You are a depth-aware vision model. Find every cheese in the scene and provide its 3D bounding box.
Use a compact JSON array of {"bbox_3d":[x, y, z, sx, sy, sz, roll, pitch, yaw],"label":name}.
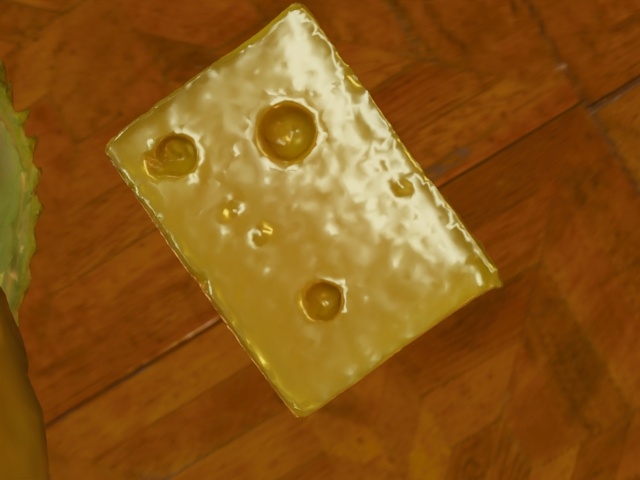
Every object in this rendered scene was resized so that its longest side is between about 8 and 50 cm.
[{"bbox_3d":[0.000,0.000,0.737,0.093,0.171,0.126,-36,82,1],"label":"cheese"}]

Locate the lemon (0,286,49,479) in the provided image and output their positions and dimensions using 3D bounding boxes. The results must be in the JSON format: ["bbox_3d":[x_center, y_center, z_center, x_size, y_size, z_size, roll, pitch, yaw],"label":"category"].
[{"bbox_3d":[-0.249,0.063,0.297,0.364,0.364,0.364,2,99,14],"label":"lemon"}]

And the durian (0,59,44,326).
[{"bbox_3d":[-0.277,0.040,1.225,0.158,0.169,0.352,19,79,-8],"label":"durian"}]
